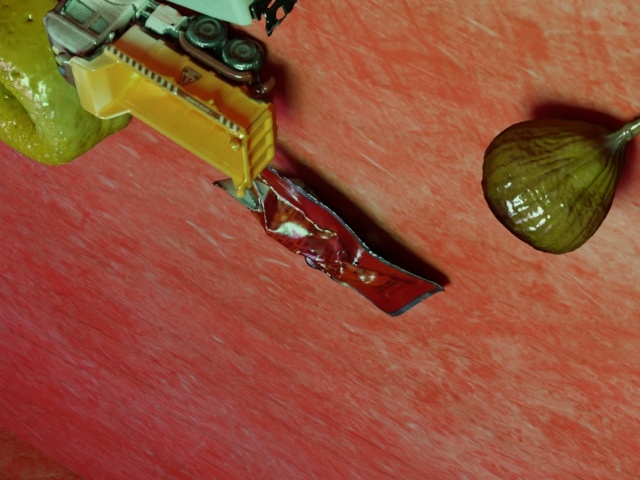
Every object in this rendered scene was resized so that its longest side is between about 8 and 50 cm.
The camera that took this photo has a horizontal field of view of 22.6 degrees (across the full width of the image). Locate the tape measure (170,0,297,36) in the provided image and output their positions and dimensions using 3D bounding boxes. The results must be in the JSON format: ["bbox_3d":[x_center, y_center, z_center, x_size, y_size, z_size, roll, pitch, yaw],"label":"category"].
[{"bbox_3d":[-0.189,-0.323,1.478,0.351,0.098,0.215,22,151,32],"label":"tape measure"}]

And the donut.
[{"bbox_3d":[-0.363,-0.204,1.927,0.277,0.108,0.277,34,155,18],"label":"donut"}]

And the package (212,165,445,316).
[{"bbox_3d":[0.000,0.000,1.786,0.269,0.071,0.194,40,171,-6],"label":"package"}]

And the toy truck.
[{"bbox_3d":[-0.159,-0.168,1.650,0.270,0.135,0.114,33,155,18],"label":"toy truck"}]

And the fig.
[{"bbox_3d":[0.206,-0.068,1.360,0.119,0.153,0.119,31,-162,-11],"label":"fig"}]
